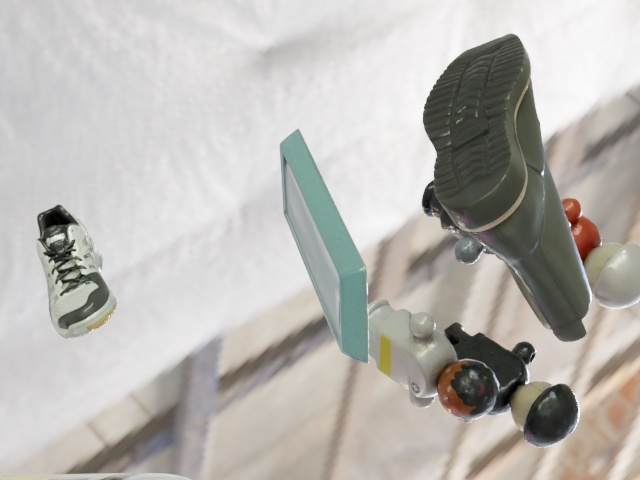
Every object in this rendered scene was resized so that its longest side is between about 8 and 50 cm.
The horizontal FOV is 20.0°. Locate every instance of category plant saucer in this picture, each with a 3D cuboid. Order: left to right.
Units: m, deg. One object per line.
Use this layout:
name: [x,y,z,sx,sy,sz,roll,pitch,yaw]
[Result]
plant saucer: [0.000,0.000,1.122,0.018,0.192,0.067,-7,-60,-9]

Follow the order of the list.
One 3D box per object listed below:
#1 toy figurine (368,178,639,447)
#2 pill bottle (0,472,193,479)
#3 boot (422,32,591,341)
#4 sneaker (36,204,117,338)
toy figurine: [0.155,0.057,1.503,0.209,0.148,0.213,20,-79,-57]
pill bottle: [-0.130,0.147,0.677,0.117,0.215,0.117,12,-104,-52]
boot: [0.131,-0.036,1.209,0.077,0.198,0.137,-21,-57,27]
sneaker: [-0.115,0.013,0.816,0.032,0.083,0.037,-27,-60,-2]
